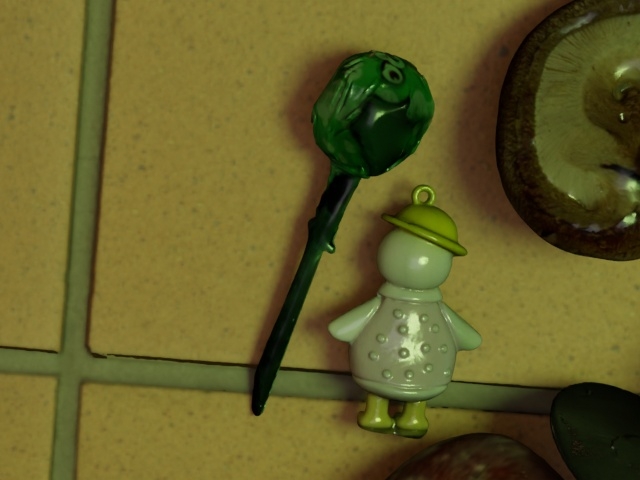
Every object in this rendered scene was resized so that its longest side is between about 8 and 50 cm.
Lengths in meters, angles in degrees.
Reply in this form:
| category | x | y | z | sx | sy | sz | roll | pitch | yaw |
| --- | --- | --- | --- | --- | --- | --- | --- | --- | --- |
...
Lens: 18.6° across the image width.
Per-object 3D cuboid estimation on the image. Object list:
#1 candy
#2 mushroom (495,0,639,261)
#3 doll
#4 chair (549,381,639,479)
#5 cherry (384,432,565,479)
| category | x | y | z | sx | sy | sz | roll | pitch | yaw |
| --- | --- | --- | --- | --- | --- | --- | --- | --- | --- |
| candy | 0.000 | -0.001 | 1.571 | 0.097 | 0.097 | 0.323 | 21 | 106 | -6 |
| mushroom | 0.242 | -0.091 | 1.527 | 0.231 | 0.138 | 0.194 | -39 | 56 | -2 |
| doll | 0.070 | 0.057 | 1.574 | 0.129 | 0.081 | 0.207 | 6 | 97 | -11 |
| chair | 0.370 | 0.046 | 1.440 | 0.226 | 0.226 | 0.401 | 31 | 114 | -7 |
| cherry | 0.105 | 0.295 | 1.540 | 0.236 | 0.213 | 0.285 | 13 | 68 | 24 |
